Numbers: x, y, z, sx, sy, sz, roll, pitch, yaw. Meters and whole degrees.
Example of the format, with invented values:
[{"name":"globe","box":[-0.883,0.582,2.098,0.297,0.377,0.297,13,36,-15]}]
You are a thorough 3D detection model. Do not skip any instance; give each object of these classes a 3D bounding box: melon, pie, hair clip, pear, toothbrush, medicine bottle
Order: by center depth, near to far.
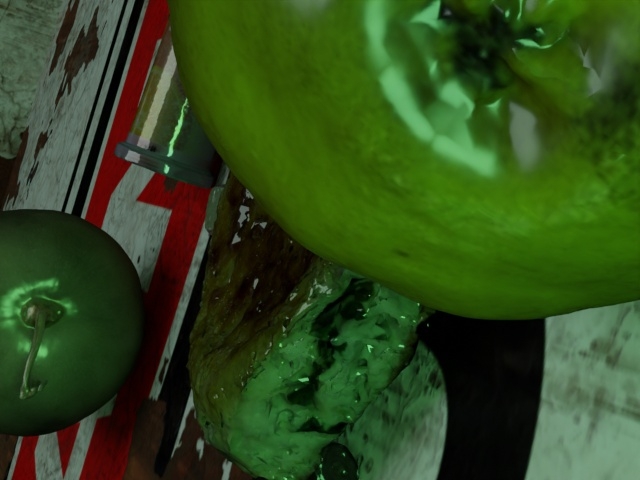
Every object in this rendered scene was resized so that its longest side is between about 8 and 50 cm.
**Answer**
[{"name":"pear","box":[0.082,-0.126,0.539,0.375,0.287,0.287,-81,17,-60]},{"name":"pie","box":[0.000,0.000,0.840,0.354,0.103,0.288,-54,23,35]},{"name":"toothbrush","box":[-0.068,0.218,0.951,0.364,0.041,0.041,-42,37,53]},{"name":"hair clip","box":[-0.079,-0.032,1.188,0.137,0.022,0.054,-9,67,67]},{"name":"medicine bottle","box":[-0.096,-0.271,1.301,0.426,0.108,0.108,-71,21,4]},{"name":"melon","box":[-0.323,0.090,1.389,0.308,0.272,0.271,-32,45,48]}]
